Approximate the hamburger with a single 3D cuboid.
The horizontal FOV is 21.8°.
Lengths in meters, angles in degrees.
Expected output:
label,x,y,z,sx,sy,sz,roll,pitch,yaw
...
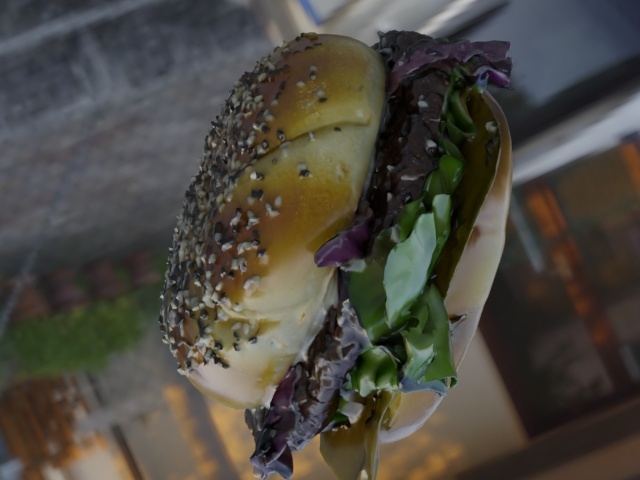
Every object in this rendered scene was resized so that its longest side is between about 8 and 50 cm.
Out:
label,x,y,z,sx,sy,sz,roll,pitch,yaw
hamburger,0.001,-0.001,0.574,0.093,0.164,0.189,17,-174,-15
